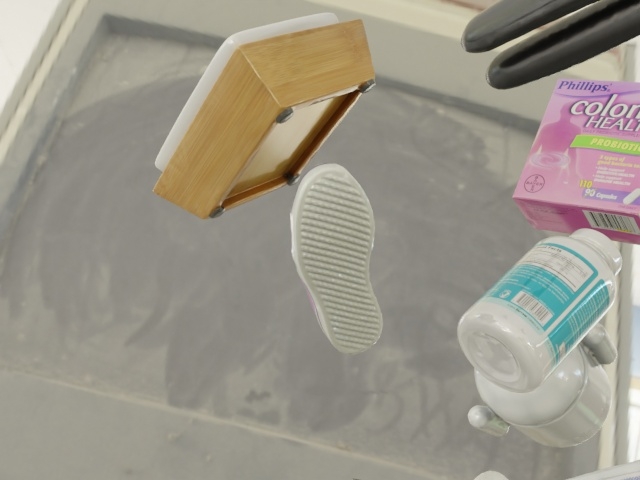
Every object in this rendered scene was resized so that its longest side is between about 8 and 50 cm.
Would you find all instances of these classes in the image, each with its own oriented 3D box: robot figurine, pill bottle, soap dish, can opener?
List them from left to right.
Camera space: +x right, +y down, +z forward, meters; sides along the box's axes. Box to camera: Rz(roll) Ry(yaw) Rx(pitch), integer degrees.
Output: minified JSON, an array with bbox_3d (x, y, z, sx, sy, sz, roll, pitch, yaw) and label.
[{"bbox_3d":[-0.073,-0.161,1.132,0.229,0.118,0.291,-27,-16,-44],"label":"soap dish"},{"bbox_3d":[0.415,0.263,1.573,0.353,0.300,0.199,37,15,-47],"label":"robot figurine"},{"bbox_3d":[0.334,0.091,1.244,0.146,0.264,0.146,37,-31,27],"label":"pill bottle"},{"bbox_3d":[0.145,-0.111,0.345,0.186,0.073,0.059,-14,-50,28],"label":"can opener"}]

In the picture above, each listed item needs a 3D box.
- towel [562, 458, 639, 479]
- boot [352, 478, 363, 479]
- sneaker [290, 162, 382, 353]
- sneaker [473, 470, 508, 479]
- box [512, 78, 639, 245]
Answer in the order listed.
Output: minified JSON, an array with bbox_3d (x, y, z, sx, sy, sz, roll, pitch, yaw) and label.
[{"bbox_3d":[0.320,0.333,0.745,0.209,0.285,0.034,-4,-28,-26],"label":"towel"},{"bbox_3d":[0.084,0.429,1.299,0.121,0.099,0.045,9,-19,37],"label":"boot"},{"bbox_3d":[-0.001,0.001,1.084,0.102,0.161,0.282,-16,-51,-11],"label":"sneaker"},{"bbox_3d":[0.204,0.426,1.215,0.080,0.212,0.094,38,-34,0],"label":"sneaker"},{"bbox_3d":[0.471,-0.134,1.399,0.214,0.243,0.117,12,-20,38],"label":"box"}]
